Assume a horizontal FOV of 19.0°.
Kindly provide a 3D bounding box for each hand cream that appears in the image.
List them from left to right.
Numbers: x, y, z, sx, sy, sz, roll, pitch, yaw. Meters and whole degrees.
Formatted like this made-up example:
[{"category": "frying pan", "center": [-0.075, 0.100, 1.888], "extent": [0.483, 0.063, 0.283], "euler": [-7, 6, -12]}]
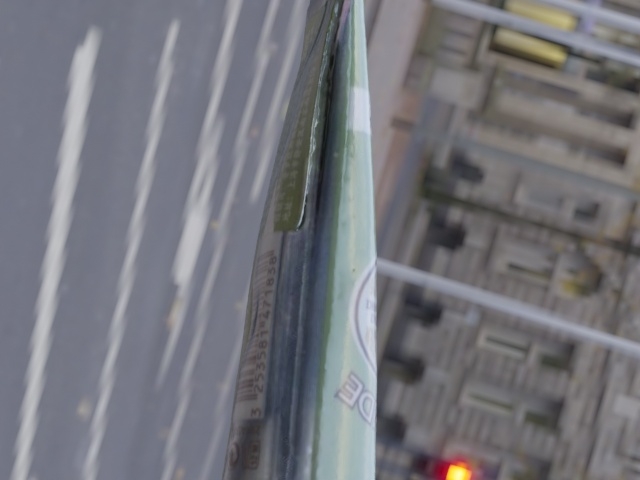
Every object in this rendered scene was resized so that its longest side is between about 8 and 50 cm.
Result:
[{"category": "hand cream", "center": [0.000, 0.000, 0.707], "extent": [0.086, 0.055, 0.235], "euler": [141, -45, -72]}]
